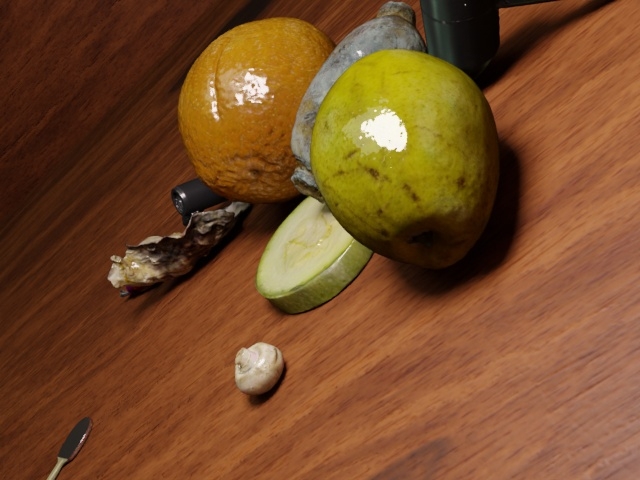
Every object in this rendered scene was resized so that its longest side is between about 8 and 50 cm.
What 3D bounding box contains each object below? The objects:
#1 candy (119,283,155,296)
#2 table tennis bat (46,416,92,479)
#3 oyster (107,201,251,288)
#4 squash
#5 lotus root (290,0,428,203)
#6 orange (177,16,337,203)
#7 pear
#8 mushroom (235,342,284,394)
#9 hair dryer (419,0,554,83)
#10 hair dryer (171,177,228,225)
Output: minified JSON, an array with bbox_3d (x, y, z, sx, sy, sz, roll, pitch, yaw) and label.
[{"bbox_3d":[-0.394,0.090,1.895,0.175,0.045,0.043,-25,70,40],"label":"candy"},{"bbox_3d":[-0.494,0.413,1.659,0.087,0.013,0.156,-8,48,54],"label":"table tennis bat"},{"bbox_3d":[-0.272,0.004,1.721,0.275,0.100,0.271,-19,-15,-39],"label":"oyster"},{"bbox_3d":[0.000,0.000,1.369,0.252,0.049,0.252,-37,28,24],"label":"squash"},{"bbox_3d":[0.071,-0.224,1.328,0.175,0.175,0.349,10,73,61],"label":"lotus root"},{"bbox_3d":[-0.090,-0.238,1.532,0.322,0.322,0.357,-31,29,35],"label":"orange"},{"bbox_3d":[0.113,-0.107,1.104,0.253,0.253,0.307,-33,46,32],"label":"pear"},{"bbox_3d":[-0.094,0.187,1.253,0.083,0.067,0.083,-45,24,27],"label":"mushroom"},{"bbox_3d":[0.302,-0.329,1.247,0.303,0.244,0.116,-3,55,14],"label":"hair dryer"},{"bbox_3d":[-0.277,-0.069,1.844,0.128,0.070,0.255,-24,-9,-30],"label":"hair dryer"}]
